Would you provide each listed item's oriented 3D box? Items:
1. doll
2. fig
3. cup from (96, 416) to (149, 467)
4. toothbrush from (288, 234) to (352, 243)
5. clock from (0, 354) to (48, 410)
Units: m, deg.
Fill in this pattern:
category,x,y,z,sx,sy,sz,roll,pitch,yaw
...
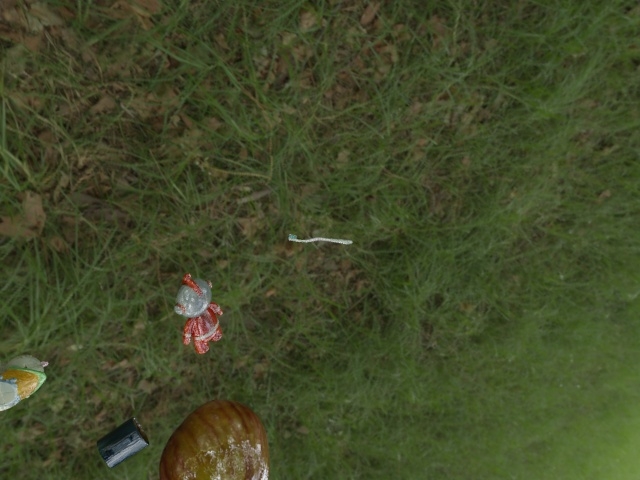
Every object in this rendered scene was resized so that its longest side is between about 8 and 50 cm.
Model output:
category,x,y,z,sx,sy,sz,roll,pitch,yaw
doll,-0.319,0.183,1.379,0.142,0.076,0.245,-47,137,-41
fig,-0.142,0.355,0.788,0.175,0.207,0.175,-24,140,-22
cup,-0.680,0.684,1.807,0.138,0.113,0.150,-31,148,-17
toothbrush,0.000,0.000,1.657,0.203,0.017,0.022,5,83,-8
clock,-0.798,0.352,1.337,0.230,0.144,0.104,-6,105,4
